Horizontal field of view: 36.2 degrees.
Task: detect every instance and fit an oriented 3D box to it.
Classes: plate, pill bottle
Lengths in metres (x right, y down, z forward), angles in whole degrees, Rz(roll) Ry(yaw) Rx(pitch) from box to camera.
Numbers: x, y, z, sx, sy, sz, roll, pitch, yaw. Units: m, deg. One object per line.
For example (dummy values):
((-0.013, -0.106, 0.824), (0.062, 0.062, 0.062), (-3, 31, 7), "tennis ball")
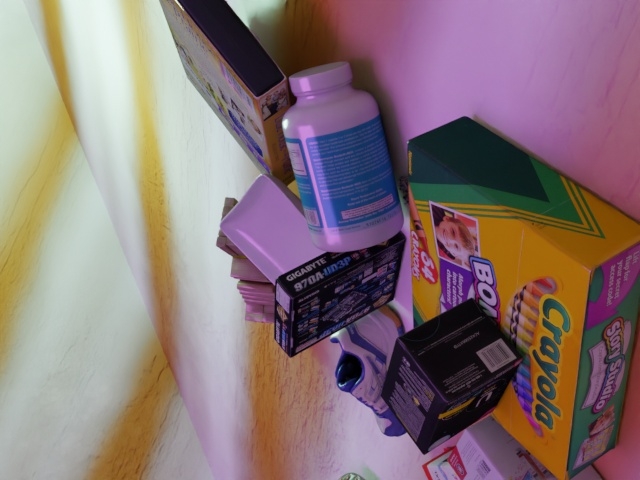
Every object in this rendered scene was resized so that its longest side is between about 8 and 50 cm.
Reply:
((-0.045, 0.014, 1.819), (0.277, 0.045, 0.278), (45, 150, -2), "plate")
((0.029, -0.126, 1.453), (0.146, 0.146, 0.264), (20, 128, 61), "pill bottle")

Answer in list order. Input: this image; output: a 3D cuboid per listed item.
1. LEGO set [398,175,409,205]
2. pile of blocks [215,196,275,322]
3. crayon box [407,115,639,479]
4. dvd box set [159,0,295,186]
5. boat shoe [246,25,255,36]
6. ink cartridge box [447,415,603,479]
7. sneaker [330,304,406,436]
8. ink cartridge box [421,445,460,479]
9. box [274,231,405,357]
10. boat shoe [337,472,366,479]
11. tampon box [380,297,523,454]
((0.136, -0.064, 1.445), (0.083, 0.023, 0.054), (42, 149, 45), "LEGO set")
((-0.115, 0.050, 2.081), (0.113, 0.149, 0.362), (5, 141, 16), "pile of blocks")
((0.243, 0.073, 1.231), (0.313, 0.106, 0.362), (44, 150, 43), "crayon box")
((-0.154, -0.276, 1.646), (0.307, 0.062, 0.420), (52, 171, 14), "dvd box set")
((-0.126, -0.316, 1.744), (0.184, 0.066, 0.063), (48, 154, 15), "boat shoe")
((0.289, 0.330, 1.373), (0.176, 0.127, 0.128), (56, 156, 24), "ink cartridge box")
((0.084, 0.249, 1.761), (0.112, 0.131, 0.296), (33, 144, 50), "sneaker")
((0.252, 0.415, 1.617), (0.134, 0.078, 0.231), (64, 159, 4), "ink cartridge box")
((0.030, 0.079, 1.579), (0.051, 0.220, 0.175), (50, 155, 29), "box")
((0.138, 0.620, 2.072), (0.116, 0.123, 0.324), (57, 172, -36), "boat shoe")
((0.160, 0.172, 1.223), (0.101, 0.120, 0.161), (53, 157, 26), "tampon box")
